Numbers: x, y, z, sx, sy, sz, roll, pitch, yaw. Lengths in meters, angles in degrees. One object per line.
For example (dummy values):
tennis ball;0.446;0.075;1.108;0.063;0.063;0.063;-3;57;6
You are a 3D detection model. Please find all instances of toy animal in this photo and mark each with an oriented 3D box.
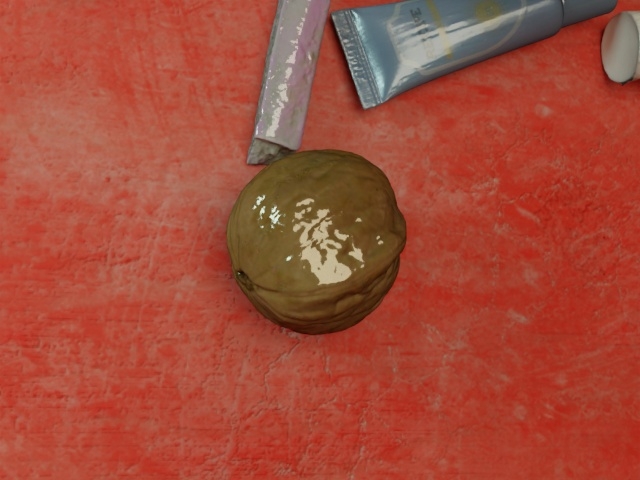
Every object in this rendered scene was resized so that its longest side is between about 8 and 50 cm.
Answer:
toy animal;0.511;-0.256;1.818;0.220;0.131;0.104;5;69;-20

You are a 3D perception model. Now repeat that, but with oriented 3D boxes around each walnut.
walnut;0.000;0.000;1.585;0.228;0.228;0.228;2;84;-17

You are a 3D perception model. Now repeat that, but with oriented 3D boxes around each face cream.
face cream;0.211;-0.287;1.747;0.385;0.086;0.136;-18;84;-15

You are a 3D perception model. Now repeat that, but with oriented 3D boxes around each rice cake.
rice cake;-0.028;-0.268;1.681;0.072;0.056;0.365;15;79;-14
